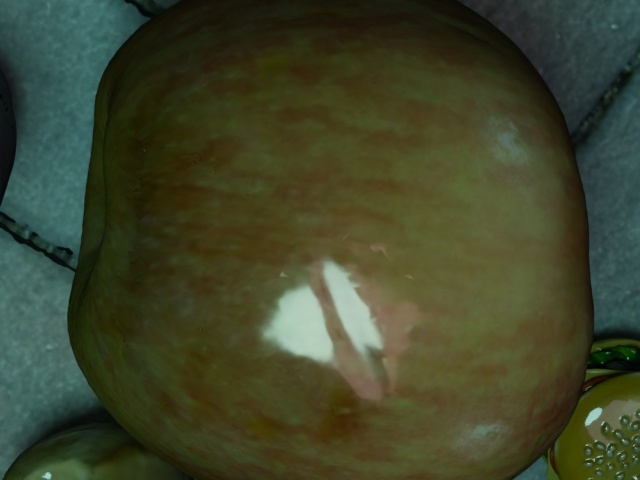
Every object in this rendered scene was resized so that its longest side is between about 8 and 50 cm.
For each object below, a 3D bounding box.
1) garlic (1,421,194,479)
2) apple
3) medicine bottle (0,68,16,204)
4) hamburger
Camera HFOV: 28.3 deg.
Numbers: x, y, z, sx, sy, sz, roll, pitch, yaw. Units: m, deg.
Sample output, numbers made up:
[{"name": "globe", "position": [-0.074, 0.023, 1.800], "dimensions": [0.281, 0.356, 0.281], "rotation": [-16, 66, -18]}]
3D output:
[{"name": "garlic", "position": [-0.185, 0.306, 1.090], "dimensions": [0.151, 0.196, 0.338], "rotation": [-2, 114, 9]}, {"name": "apple", "position": [0.000, 0.000, 0.902], "dimensions": [0.347, 0.391, 0.391], "rotation": [4, 109, -9]}, {"name": "medicine bottle", "position": [-0.293, -0.067, 0.899], "dimensions": [0.152, 0.254, 0.152], "rotation": [-3, 112, -7]}, {"name": "hamburger", "position": [0.270, 0.168, 1.143], "dimensions": [0.162, 0.115, 0.162], "rotation": [-2, 111, -6]}]
